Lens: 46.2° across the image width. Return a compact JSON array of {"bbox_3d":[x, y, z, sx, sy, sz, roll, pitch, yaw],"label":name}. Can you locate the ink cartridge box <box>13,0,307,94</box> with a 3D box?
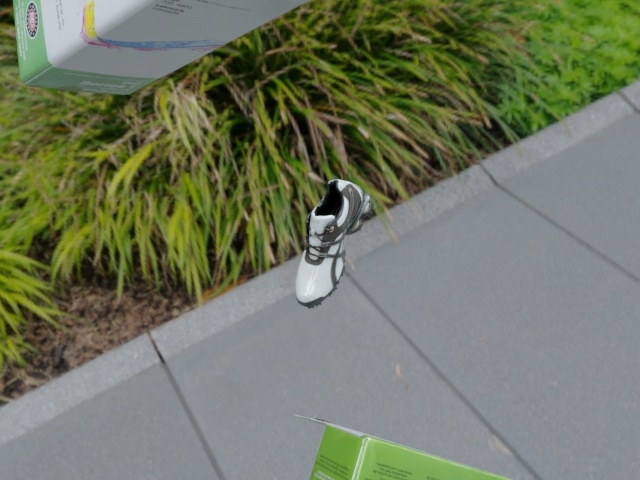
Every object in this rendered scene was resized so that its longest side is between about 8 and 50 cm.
[{"bbox_3d":[-0.144,-0.254,0.611,0.117,0.201,0.278,-3,-5,-44],"label":"ink cartridge box"}]

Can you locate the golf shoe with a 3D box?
[{"bbox_3d":[0.000,0.000,1.104,0.077,0.094,0.198,17,80,37],"label":"golf shoe"}]

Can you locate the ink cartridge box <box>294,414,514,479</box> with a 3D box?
[{"bbox_3d":[0.076,0.286,0.891,0.255,0.189,0.096,159,130,-69],"label":"ink cartridge box"}]
